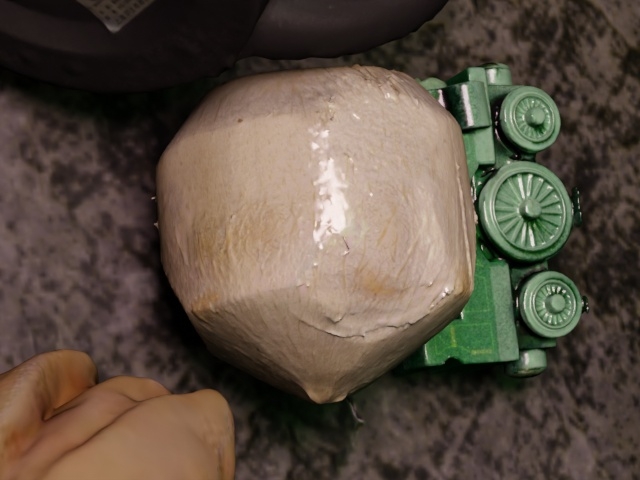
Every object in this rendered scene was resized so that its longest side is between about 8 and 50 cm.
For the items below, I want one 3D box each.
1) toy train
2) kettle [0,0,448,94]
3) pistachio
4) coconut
[{"bbox_3d":[0.083,-0.011,1.055,0.104,0.071,0.178,-3,81,-22],"label":"toy train"},{"bbox_3d":[-0.043,-0.241,0.934,0.321,0.228,0.324,31,56,-13],"label":"kettle"},{"bbox_3d":[-0.136,0.181,0.812,0.162,0.181,0.293,13,63,12],"label":"pistachio"},{"bbox_3d":[0.002,0.000,0.950,0.161,0.161,0.162,-3,81,-32],"label":"coconut"}]
